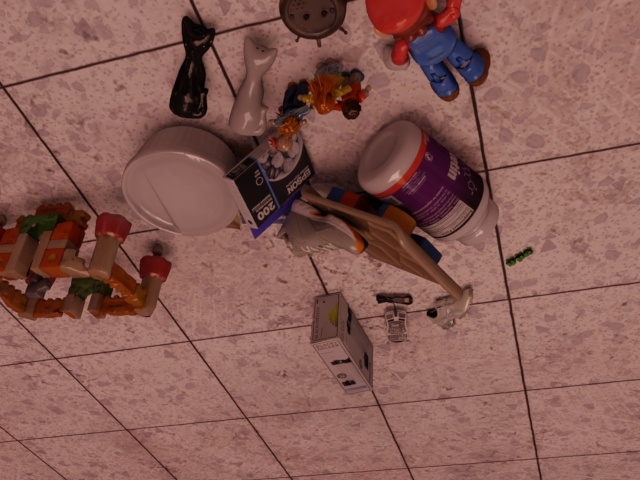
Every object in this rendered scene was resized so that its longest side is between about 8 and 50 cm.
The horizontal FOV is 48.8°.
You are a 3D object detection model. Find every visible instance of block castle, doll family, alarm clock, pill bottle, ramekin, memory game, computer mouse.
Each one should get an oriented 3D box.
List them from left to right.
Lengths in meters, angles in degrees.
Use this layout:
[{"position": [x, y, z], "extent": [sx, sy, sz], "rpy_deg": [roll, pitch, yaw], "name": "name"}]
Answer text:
[{"position": [-0.657, 0.055, 1.851], "extent": [0.454, 0.212, 0.303], "rpy_deg": [-4, 149, 18], "name": "block castle"}, {"position": [-0.313, -0.145, 1.639], "extent": [0.273, 0.127, 0.272], "rpy_deg": [3, 137, 2], "name": "ramekin"}, {"position": [-0.219, -0.171, 1.704], "extent": [0.186, 0.012, 0.186], "rpy_deg": [3, 137, 3], "name": "memory game"}, {"position": [-0.028, -0.283, 1.455], "extent": [0.263, 0.163, 0.118], "rpy_deg": [-23, 130, 27], "name": "doll family"}, {"position": [-0.019, -0.464, 1.340], "extent": [0.129, 0.064, 0.192], "rpy_deg": [-7, 133, 12], "name": "alarm clock"}, {"position": [0.219, 0.226, 2.071], "extent": [0.106, 0.042, 0.193], "rpy_deg": [-4, 131, 3], "name": "computer mouse"}, {"position": [0.252, -0.118, 1.595], "extent": [0.323, 0.181, 0.181], "rpy_deg": [32, 131, -27], "name": "pill bottle"}]

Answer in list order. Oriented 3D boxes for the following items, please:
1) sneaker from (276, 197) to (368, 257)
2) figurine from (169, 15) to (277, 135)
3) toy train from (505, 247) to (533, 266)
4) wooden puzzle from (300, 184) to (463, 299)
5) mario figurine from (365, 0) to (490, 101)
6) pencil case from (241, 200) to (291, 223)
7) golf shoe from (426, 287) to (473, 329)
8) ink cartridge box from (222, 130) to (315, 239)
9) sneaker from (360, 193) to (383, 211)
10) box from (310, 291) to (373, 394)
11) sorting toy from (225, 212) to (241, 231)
[{"position": [0.000, 0.000, 1.608], "extent": [0.099, 0.121, 0.262], "rpy_deg": [38, 173, -39], "name": "sneaker"}, {"position": [-0.198, -0.340, 1.457], "extent": [0.215, 0.092, 0.209], "rpy_deg": [17, 131, 0], "name": "figurine"}, {"position": [0.528, 0.045, 1.863], "extent": [0.024, 0.017, 0.083], "rpy_deg": [26, 134, -35], "name": "toy train"}, {"position": [0.154, -0.014, 1.642], "extent": [0.348, 0.080, 0.322], "rpy_deg": [29, 171, 45], "name": "wooden puzzle"}, {"position": [0.201, -0.421, 1.351], "extent": [0.198, 0.170, 0.320], "rpy_deg": [-51, 133, 2], "name": "mario figurine"}, {"position": [-0.120, -0.071, 1.764], "extent": [0.152, 0.064, 0.070], "rpy_deg": [2, 175, 2], "name": "pencil case"}, {"position": [0.366, 0.188, 1.999], "extent": [0.086, 0.069, 0.176], "rpy_deg": [23, 133, -10], "name": "golf shoe"}, {"position": [-0.104, -0.129, 1.618], "extent": [0.045, 0.206, 0.208], "rpy_deg": [27, 152, 38], "name": "ink cartridge box"}, {"position": [0.171, -0.076, 1.727], "extent": [0.189, 0.071, 0.066], "rpy_deg": [-4, 136, 8], "name": "sneaker"}, {"position": [0.068, 0.307, 2.076], "extent": [0.087, 0.169, 0.290], "rpy_deg": [-13, 133, 19], "name": "box"}, {"position": [-0.238, -0.068, 1.798], "extent": [0.083, 0.044, 0.075], "rpy_deg": [9, 130, -4], "name": "sorting toy"}]
